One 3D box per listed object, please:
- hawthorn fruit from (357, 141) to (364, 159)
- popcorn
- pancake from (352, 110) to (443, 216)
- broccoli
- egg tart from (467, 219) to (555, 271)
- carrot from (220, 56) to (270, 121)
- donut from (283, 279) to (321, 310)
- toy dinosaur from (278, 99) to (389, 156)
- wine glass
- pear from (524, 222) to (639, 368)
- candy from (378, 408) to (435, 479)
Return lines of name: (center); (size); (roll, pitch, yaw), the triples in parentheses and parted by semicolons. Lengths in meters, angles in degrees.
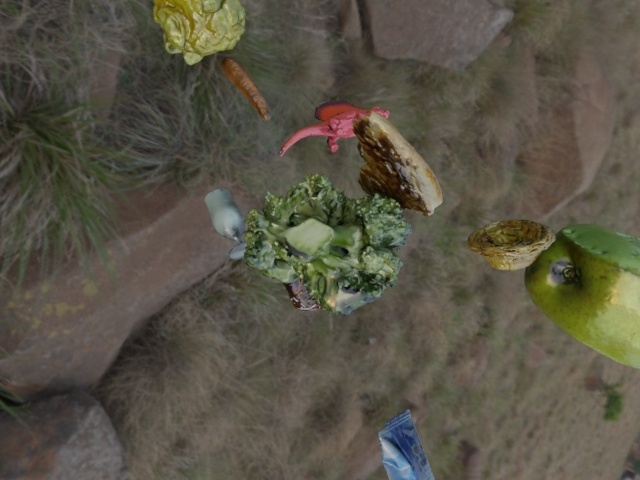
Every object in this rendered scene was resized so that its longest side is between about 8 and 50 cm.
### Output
hawthorn fruit: (0.151, -0.284, 1.956); (0.077, 0.077, 0.077); (-36, 137, -42)
popcorn: (-0.335, -0.620, 1.767); (0.235, 0.250, 0.242); (-45, 144, -22)
pancake: (0.138, -0.152, 1.338); (0.266, 0.244, 0.057); (47, 71, -14)
broccoli: (0.018, 0.002, 1.407); (0.338, 0.317, 0.277); (30, 87, -17)
egg tart: (0.288, 0.008, 0.962); (0.128, 0.128, 0.049); (-35, 121, -42)
carrot: (-0.214, -0.446, 1.880); (0.059, 0.248, 0.059); (-35, 168, -9)
donut: (-0.062, 0.083, 1.662); (0.089, 0.235, 0.235); (-22, 138, -4)
toy dinosaur: (0.016, -0.262, 1.389); (0.286, 0.139, 0.070); (-16, 144, -20)
wine glass: (-0.260, -0.051, 1.822); (0.092, 0.202, 0.093); (-24, 154, -12)
pear: (0.548, 0.102, 1.229); (0.342, 0.317, 0.239); (-94, -158, -70)
candy: (0.120, 0.307, 0.870); (0.088, 0.038, 0.136); (-5, 75, -49)
